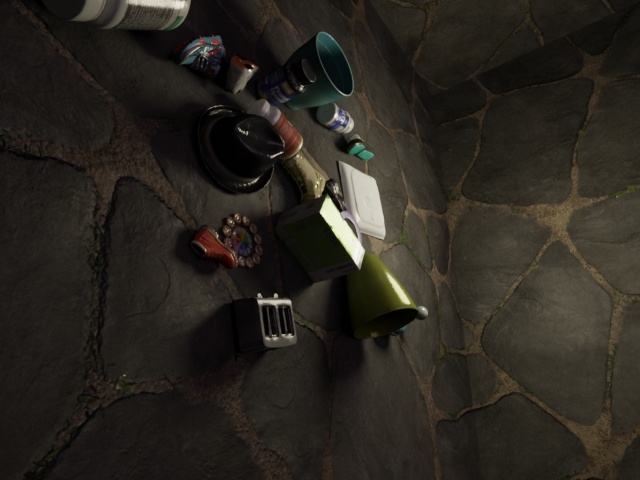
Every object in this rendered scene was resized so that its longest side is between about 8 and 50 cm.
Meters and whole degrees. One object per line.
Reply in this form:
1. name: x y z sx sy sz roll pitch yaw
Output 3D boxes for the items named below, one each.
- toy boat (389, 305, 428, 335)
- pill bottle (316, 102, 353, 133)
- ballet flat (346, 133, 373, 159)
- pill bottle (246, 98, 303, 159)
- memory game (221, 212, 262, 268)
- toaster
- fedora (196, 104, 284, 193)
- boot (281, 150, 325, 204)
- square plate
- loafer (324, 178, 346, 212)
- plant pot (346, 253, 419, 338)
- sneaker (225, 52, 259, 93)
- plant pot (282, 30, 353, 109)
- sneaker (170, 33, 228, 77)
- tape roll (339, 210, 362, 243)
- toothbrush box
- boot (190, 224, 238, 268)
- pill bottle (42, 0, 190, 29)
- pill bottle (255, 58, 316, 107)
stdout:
1. toy boat: 0.374 0.317 2.235 0.318 0.148 0.267 29 51 -48
2. pill bottle: 0.075 -0.574 2.268 0.187 0.112 0.112 12 64 -56
3. ballet flat: 0.186 -0.474 2.425 0.096 0.095 0.280 67 19 12
4. pill bottle: -0.171 -0.412 1.777 0.216 0.121 0.121 46 39 -37
5. memory game: -0.248 0.000 1.542 0.186 0.012 0.186 33 48 -47
6. toaster: -0.169 0.254 1.438 0.168 0.110 0.185 12 65 -55
7. fedora: -0.231 -0.310 1.562 0.334 0.153 0.334 16 69 -49
8. boot: -0.072 -0.226 1.861 0.203 0.095 0.262 50 35 -33
9. square plate: 0.217 -0.195 2.356 0.347 0.049 0.344 14 62 -54
10. loafer: 0.058 -0.181 2.095 0.061 0.062 0.170 -32 99 -36
11. plant pot: 0.219 0.210 1.969 0.275 0.275 0.293 24 40 -51
12. sneaker: -0.295 -0.590 1.719 0.099 0.121 0.262 29 21 -10
13. plant pot: -0.040 -0.676 1.997 0.272 0.255 0.271 32 49 -46
14. sneaker: -0.376 -0.594 1.566 0.125 0.104 0.262 64 32 -17
15. tape roll: 0.095 -0.026 2.038 0.189 0.080 0.189 33 49 -47
16. toothbrush box: 0.000 0.000 1.750 0.283 0.206 0.122 54 34 -25
17. boot: -0.308 0.038 1.387 0.158 0.059 0.084 49 40 -19
18. pill bottle: -0.528 -0.662 1.258 0.204 0.204 0.361 65 31 -10
19. pill bottle: -0.132 -0.604 1.845 0.123 0.219 0.122 34 47 -46
